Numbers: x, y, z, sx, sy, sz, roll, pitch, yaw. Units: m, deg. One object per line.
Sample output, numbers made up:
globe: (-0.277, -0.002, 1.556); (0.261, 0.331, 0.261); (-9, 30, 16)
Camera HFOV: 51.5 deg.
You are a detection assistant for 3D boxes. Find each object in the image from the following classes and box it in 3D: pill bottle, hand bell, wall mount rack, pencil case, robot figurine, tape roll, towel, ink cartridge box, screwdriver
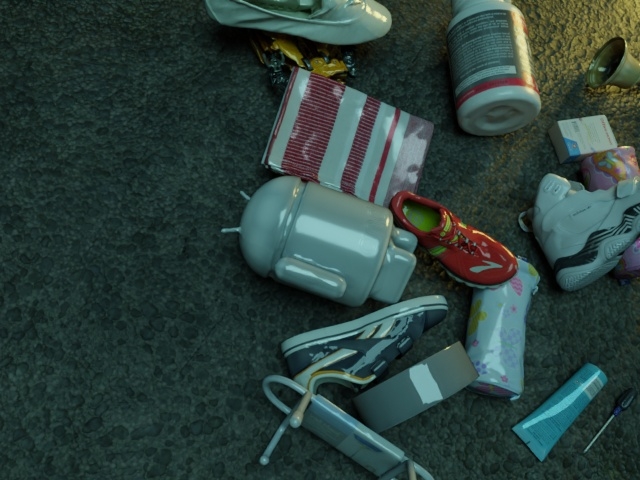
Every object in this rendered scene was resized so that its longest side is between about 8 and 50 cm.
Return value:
pill bottle: (0.370, -0.407, 1.460); (0.177, 0.176, 0.318); (-1, 71, -9)
hand bell: (0.767, -0.370, 1.561); (0.242, 0.126, 0.126); (21, 68, -13)
wall mount rack: (0.036, 0.346, 1.070); (0.350, 0.304, 0.130); (32, 55, 4)
pencil case: (0.348, 0.166, 1.287); (0.124, 0.113, 0.273); (22, 68, -16)
robot figurine: (0.000, 0.000, 1.245); (0.354, 0.199, 0.300); (18, 28, -2)
pencil case: (0.648, -0.056, 1.413); (0.124, 0.124, 0.284); (-8, 72, -12)
tape roll: (0.166, 0.259, 1.168); (0.219, 0.219, 0.072); (-24, 77, -16)
towel: (0.065, -0.198, 1.364); (0.329, 0.037, 0.236); (20, 75, -14)
robot figurine: (-0.047, -0.426, 1.451); (0.211, 0.085, 0.291); (-25, 76, -16)
ink cartridge box: (0.591, -0.228, 1.497); (0.123, 0.052, 0.088); (-10, 73, -11)
screwdriver: (0.569, 0.353, 1.302); (0.024, 0.025, 0.170); (45, 70, 8)

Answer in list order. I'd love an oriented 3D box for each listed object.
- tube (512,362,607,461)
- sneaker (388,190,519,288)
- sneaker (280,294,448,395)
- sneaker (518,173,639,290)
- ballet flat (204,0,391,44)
tube: (0.469, 0.325, 1.286); (0.207, 0.052, 0.080); (-40, 76, -14)
sneaker: (0.243, -0.003, 1.260); (0.279, 0.118, 0.107); (31, 83, 18)
sneaker: (0.097, 0.203, 1.230); (0.321, 0.126, 0.127); (-18, 69, -3)
sneaker: (0.567, -0.084, 1.315); (0.137, 0.366, 0.210); (5, 44, -50)
ballet flat: (-0.038, -0.490, 1.361); (0.401, 0.139, 0.139); (4, 70, -8)
